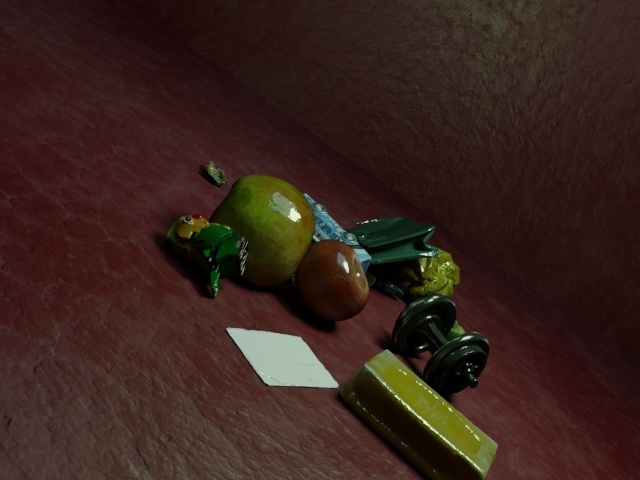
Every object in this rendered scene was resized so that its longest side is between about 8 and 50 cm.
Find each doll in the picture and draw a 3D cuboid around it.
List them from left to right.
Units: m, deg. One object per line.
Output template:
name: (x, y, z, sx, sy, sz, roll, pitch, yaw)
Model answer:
doll: (-0.236, 0.018, 1.526, 0.186, 0.134, 0.106, 37, -30, 23)

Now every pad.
pad: (-0.071, 0.231, 1.439, 0.232, 0.004, 0.156, 16, 25, -51)

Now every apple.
apple: (-0.139, -0.026, 1.677, 0.226, 0.246, 0.246, 29, 17, -15)
apple: (0.020, 0.097, 1.729, 0.201, 0.162, 0.201, -19, 90, -74)

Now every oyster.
oyster: (-0.304, -0.193, 2.136, 0.086, 0.029, 0.132, 42, 12, -2)

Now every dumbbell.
dumbbell: (0.295, 0.254, 1.812, 0.192, 0.192, 0.290, 21, 21, -43)

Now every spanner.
spanner: (0.116, 0.091, 2.188, 0.324, 0.040, 0.096, 29, 17, -19)

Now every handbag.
handbag: (0.202, -0.004, 2.228, 0.238, 0.089, 0.326, -10, 11, -11)

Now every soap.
soap: (0.201, 0.364, 1.482, 0.315, 0.091, 0.199, 41, 15, 15)

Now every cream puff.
cream puff: (0.339, 0.119, 2.294, 0.221, 0.194, 0.195, 59, 9, -17)

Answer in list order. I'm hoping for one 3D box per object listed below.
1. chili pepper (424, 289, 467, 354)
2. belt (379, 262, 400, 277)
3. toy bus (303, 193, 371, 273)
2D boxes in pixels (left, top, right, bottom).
chili pepper: (0.368, 0.278, 2.090, 0.148, 0.116, 0.264, 39, 11, -38)
belt: (0.286, 0.061, 2.492, 0.139, 0.126, 0.230, 12, 5, 24)
toy bus: (0.000, 0.000, 2.039, 0.131, 0.106, 0.297, -19, 52, -40)
